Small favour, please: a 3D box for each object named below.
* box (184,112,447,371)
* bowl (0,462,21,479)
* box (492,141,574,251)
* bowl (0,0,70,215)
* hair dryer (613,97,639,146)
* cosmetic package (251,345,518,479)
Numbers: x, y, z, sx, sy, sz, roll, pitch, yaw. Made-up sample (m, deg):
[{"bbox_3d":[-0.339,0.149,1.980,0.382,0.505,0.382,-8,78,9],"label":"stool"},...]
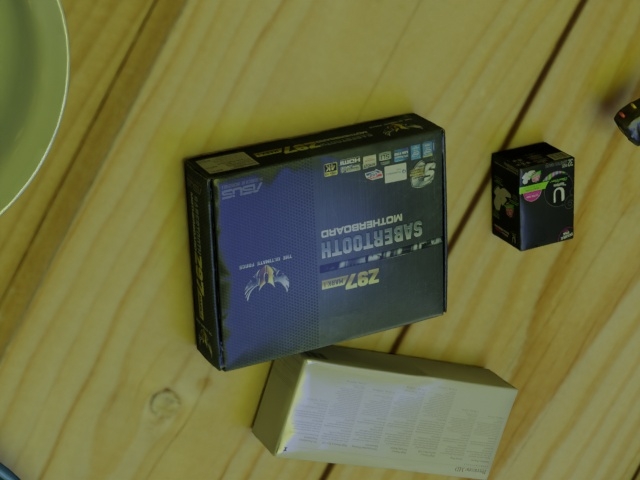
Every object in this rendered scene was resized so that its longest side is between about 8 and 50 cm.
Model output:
[{"bbox_3d":[0.000,0.000,1.479,0.232,0.059,0.183,-12,116,-24],"label":"box"},{"bbox_3d":[-0.402,0.319,1.384,0.391,0.077,0.391,-10,113,-25],"label":"bowl"},{"bbox_3d":[0.199,-0.041,1.571,0.062,0.052,0.083,-12,115,-22],"label":"box"},{"bbox_3d":[-0.340,-0.135,1.203,0.298,0.134,0.298,-11,114,-25],"label":"bowl"},{"bbox_3d":[0.411,-0.168,1.638,0.293,0.080,0.223,-47,139,3],"label":"hair dryer"},{"bbox_3d":[0.061,0.159,1.573,0.239,0.060,0.099,11,102,-30],"label":"cosmetic package"}]
